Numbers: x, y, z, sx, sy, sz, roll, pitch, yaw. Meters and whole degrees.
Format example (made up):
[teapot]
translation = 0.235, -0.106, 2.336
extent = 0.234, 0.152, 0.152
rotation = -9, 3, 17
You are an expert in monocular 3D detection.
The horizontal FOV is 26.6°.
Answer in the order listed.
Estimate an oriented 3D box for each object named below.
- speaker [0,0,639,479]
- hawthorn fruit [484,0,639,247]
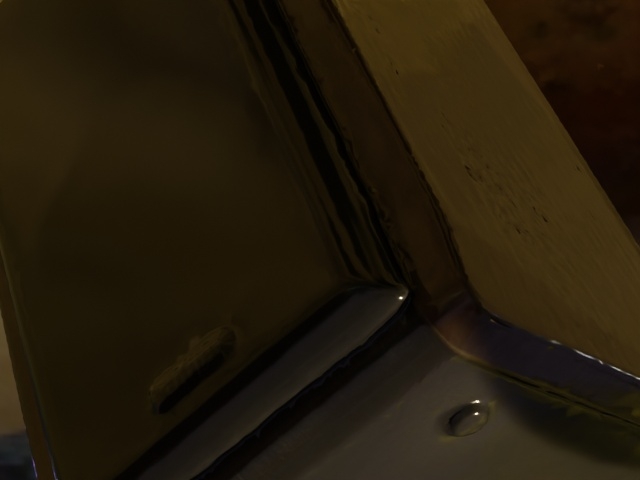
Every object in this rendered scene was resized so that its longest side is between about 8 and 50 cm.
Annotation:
[speaker]
translation = 0.000, 0.000, 0.462
extent = 0.153, 0.231, 0.192
rotation = -42, 140, 23
[hawthorn fruit]
translation = 0.138, -0.046, 0.961
extent = 0.403, 0.402, 0.403
rotation = -1, 170, 0
